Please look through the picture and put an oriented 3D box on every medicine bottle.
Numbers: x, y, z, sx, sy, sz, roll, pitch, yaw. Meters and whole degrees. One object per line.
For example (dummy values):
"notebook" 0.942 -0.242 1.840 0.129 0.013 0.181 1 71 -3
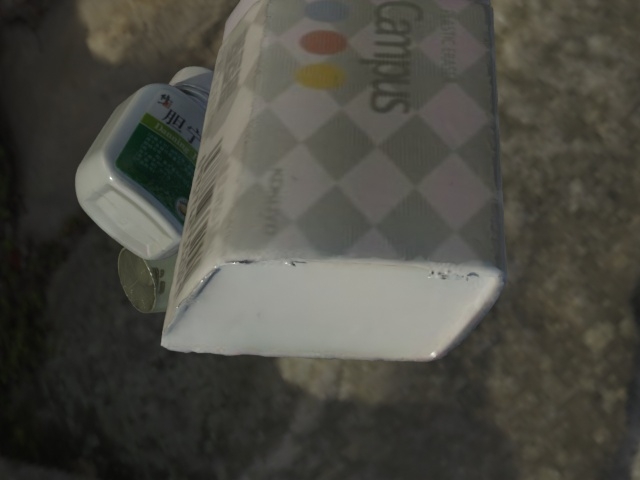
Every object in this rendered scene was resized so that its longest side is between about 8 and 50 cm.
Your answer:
"medicine bottle" -0.137 -0.076 1.531 0.119 0.183 0.069 41 133 -16

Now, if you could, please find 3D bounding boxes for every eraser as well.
"eraser" 0.016 -0.075 1.204 0.213 0.396 0.082 3 128 1

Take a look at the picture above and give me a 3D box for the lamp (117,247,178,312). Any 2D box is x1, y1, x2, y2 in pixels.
"lamp" -0.124 0.017 1.999 0.215 0.121 0.121 -18 124 -34
